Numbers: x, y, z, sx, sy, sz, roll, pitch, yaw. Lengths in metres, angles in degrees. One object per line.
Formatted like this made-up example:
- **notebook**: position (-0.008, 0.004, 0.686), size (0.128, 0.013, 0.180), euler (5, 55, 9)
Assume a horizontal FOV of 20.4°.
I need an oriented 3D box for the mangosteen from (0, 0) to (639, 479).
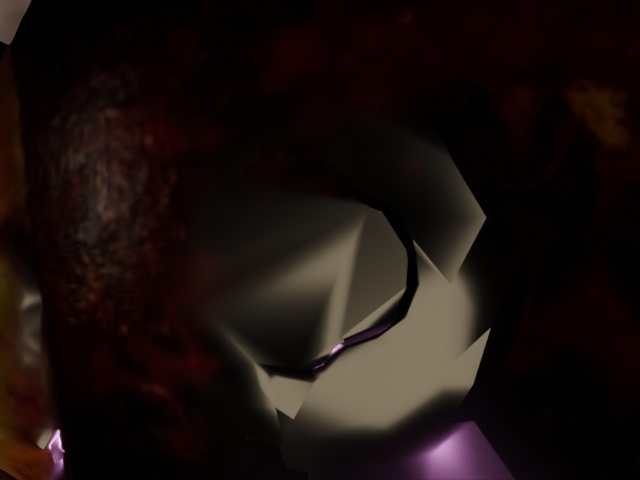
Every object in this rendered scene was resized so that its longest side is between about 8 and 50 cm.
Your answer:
- **mangosteen**: position (0.000, 0.000, 0.410), size (0.210, 0.210, 0.210), euler (1, 116, 1)
